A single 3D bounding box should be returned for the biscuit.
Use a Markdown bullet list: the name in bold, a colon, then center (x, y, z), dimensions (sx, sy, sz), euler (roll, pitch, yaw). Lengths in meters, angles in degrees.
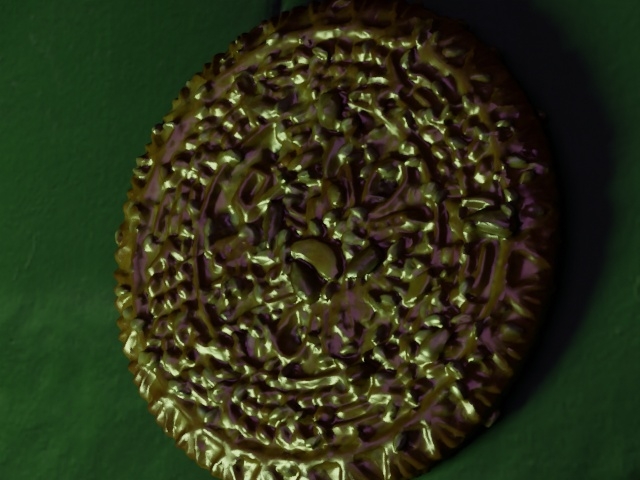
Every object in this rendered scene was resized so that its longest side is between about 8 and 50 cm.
- **biscuit**: center (0.000, 0.000, 1.069), dimensions (0.305, 0.038, 0.305), euler (-9, 73, 29)
